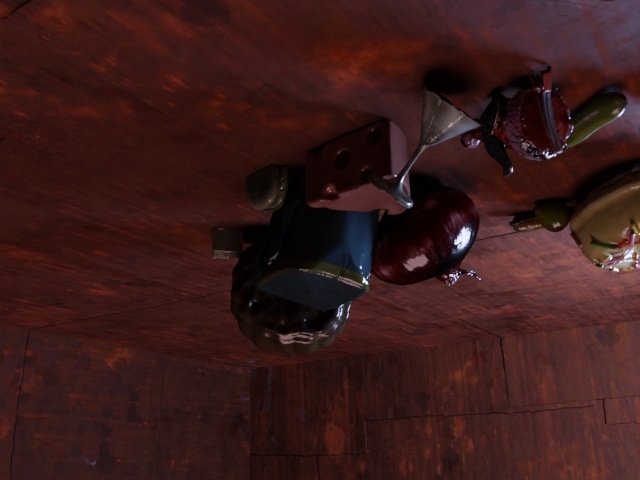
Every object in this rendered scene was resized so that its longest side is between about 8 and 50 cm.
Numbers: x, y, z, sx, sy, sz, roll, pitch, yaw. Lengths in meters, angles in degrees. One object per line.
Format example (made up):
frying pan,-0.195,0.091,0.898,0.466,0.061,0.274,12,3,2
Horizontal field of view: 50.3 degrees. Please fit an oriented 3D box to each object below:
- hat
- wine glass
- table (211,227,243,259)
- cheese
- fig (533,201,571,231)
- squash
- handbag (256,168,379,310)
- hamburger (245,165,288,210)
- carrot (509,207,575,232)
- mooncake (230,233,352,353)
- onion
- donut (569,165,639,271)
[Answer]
hat,0.317,-0.200,1.176,0.140,0.129,0.227,54,155,-19
wine glass,0.166,-0.149,1.118,0.122,0.122,0.182,17,112,-43
table,-0.242,0.012,1.770,0.079,0.062,0.083,2,161,-9
cheese,0.103,-0.119,1.317,0.203,0.128,0.177,-19,154,38
fig,0.549,-0.060,1.622,0.088,0.073,0.074,24,157,-5
squash,0.474,-0.210,1.205,0.052,0.052,0.183,3,162,-13
handbag,0.000,0.000,1.443,0.223,0.240,0.263,17,156,-17
hamburger,-0.108,-0.102,1.418,0.054,0.084,0.121,16,153,-38
carrot,0.594,-0.059,1.677,0.255,0.049,0.049,-10,160,11
mooncake,-0.073,0.128,1.742,0.324,0.323,0.187,0,161,-3
onion,0.241,0.016,1.514,0.273,0.285,0.273,-37,-177,3
donut,0.727,-0.039,1.539,0.308,0.150,0.371,-20,155,27
